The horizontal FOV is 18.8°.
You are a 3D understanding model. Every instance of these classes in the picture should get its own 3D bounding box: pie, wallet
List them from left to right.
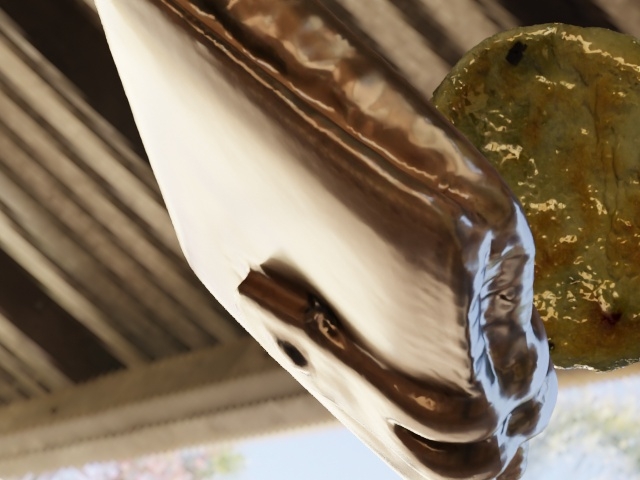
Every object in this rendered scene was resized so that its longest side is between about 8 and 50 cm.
[{"bbox_3d":[0.000,0.000,0.403,0.118,0.039,0.152,42,-18,24],"label":"wallet"},{"bbox_3d":[0.130,-0.021,0.995,0.187,0.187,0.041,25,14,23],"label":"pie"}]
